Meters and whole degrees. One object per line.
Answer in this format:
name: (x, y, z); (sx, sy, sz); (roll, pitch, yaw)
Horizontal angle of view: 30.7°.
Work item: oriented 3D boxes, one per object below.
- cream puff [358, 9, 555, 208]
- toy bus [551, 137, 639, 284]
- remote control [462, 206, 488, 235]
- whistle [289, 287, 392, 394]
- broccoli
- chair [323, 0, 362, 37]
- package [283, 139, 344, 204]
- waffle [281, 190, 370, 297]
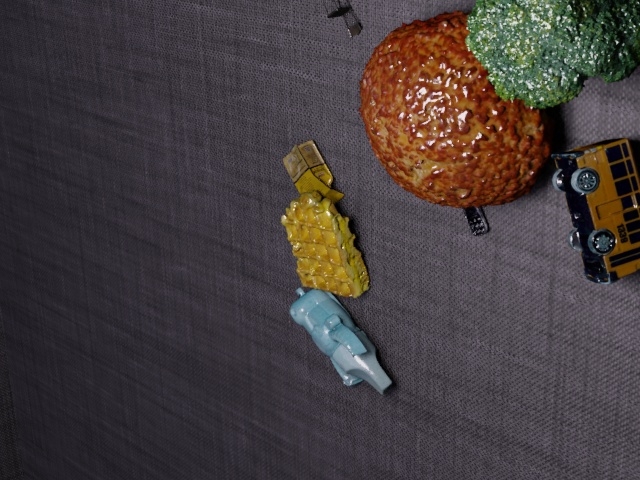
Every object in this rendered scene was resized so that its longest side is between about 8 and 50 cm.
cream puff: (0.197, -0.199, 1.832); (0.350, 0.228, 0.351); (22, 123, 38)
toy bus: (0.424, -0.045, 1.726); (0.098, 0.114, 0.201); (-164, 57, -79)
remote control: (0.258, -0.055, 1.988); (0.039, 0.014, 0.096); (-20, 92, 50)
whistle: (0.042, 0.193, 2.286); (0.274, 0.093, 0.186); (47, 162, 20)
broccoli: (0.335, -0.299, 1.621); (0.261, 0.241, 0.269); (30, 89, 15)
chair: (0.036, -0.400, 2.064); (0.037, 0.042, 0.086); (-29, 84, 54)
package: (-0.016, -0.121, 2.240); (0.071, 0.047, 0.131); (-38, 78, 51)
waffle: (0.000, 0.000, 2.241); (0.160, 0.055, 0.211); (9, 126, 47)
